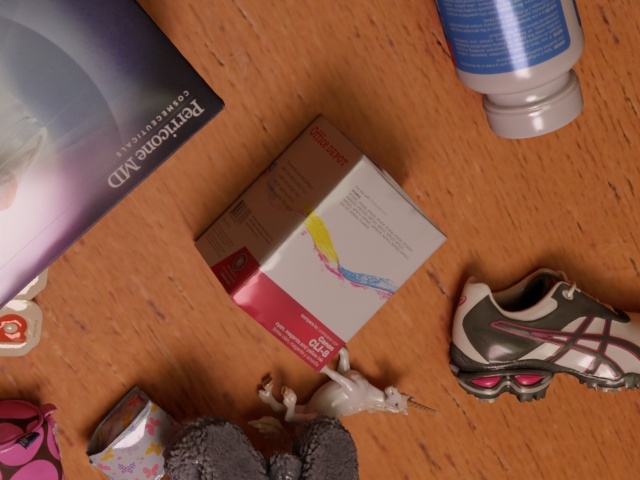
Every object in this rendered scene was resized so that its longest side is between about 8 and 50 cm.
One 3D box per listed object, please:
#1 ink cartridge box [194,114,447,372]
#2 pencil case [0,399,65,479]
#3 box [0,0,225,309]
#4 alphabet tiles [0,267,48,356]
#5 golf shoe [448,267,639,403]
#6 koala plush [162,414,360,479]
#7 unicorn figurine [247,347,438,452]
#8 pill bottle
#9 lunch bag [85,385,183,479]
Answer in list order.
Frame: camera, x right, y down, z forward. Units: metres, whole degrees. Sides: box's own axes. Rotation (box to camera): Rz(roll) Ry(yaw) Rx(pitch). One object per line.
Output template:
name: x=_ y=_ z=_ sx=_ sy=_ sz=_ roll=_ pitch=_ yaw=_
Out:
ink cartridge box: x=0.000 y=0.000 z=1.579 sx=0.176 sy=0.128 sz=0.127 roll=-46 pitch=119 yaw=4
pencil case: x=-0.275 y=0.254 z=1.613 sx=0.098 sy=0.095 sz=0.209 roll=-22 pitch=120 yaw=-27
box: x=-0.289 y=-0.131 z=1.377 sx=0.296 sy=0.183 sz=0.294 roll=-43 pitch=116 yaw=-3
alphabet tiles: x=-0.379 y=0.019 z=1.515 sx=0.277 sy=0.021 sz=0.284 roll=2 pitch=111 yaw=-20
golf shoe: x=0.262 y=0.089 z=1.725 sx=0.272 sy=0.105 sz=0.120 roll=-5 pitch=106 yaw=-18
koala plush: x=-0.083 y=0.295 z=1.646 sx=0.196 sy=0.203 sz=0.221 roll=6 pitch=152 yaw=-34
unicorn figurine: x=0.015 y=0.154 z=1.695 sx=0.162 sy=0.060 sz=0.111 roll=-30 pitch=120 yaw=13
pill bottle: x=0.168 y=-0.208 z=1.554 sx=0.124 sy=0.124 sz=0.222 roll=-24 pitch=117 yaw=-9
lunch bag: x=-0.176 y=0.193 z=1.641 sx=0.083 sy=0.053 sz=0.071 roll=-49 pitch=121 yaw=-6
